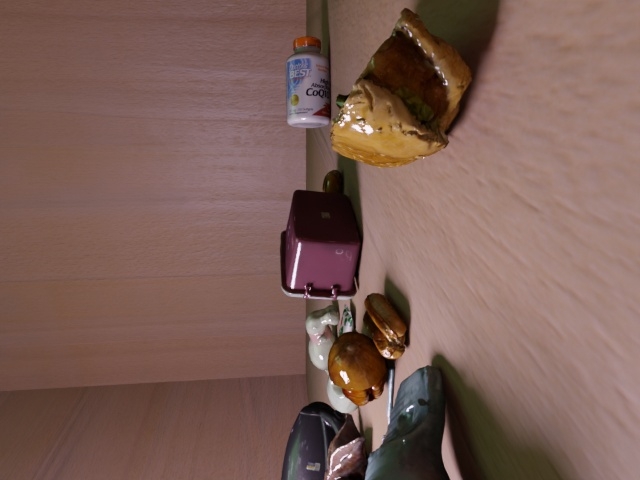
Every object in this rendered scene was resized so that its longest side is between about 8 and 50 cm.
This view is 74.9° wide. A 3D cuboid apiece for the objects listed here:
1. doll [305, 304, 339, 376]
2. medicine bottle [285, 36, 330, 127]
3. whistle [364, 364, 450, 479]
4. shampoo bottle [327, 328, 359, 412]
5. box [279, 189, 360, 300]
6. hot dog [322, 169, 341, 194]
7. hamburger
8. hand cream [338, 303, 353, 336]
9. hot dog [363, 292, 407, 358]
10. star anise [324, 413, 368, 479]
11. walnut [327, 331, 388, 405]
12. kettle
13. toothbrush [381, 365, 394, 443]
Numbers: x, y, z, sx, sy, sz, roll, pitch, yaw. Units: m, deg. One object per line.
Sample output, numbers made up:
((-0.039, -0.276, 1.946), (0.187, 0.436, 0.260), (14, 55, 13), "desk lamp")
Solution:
((0.002, 0.351, 1.462), (0.155, 0.113, 0.275), (-110, 20, -64), "doll")
((-0.045, -0.555, 1.476), (0.157, 0.157, 0.288), (-133, 41, -82), "medicine bottle")
((0.084, 0.284, 0.411), (0.348, 0.189, 0.189), (-82, -3, -46), "whistle")
((0.065, 0.285, 0.934), (0.234, 0.087, 0.118), (95, 174, -47), "shampoo bottle")
((0.000, 0.000, 1.076), (0.294, 0.193, 0.167), (-98, 17, -54), "box")
((0.038, -0.155, 1.279), (0.140, 0.060, 0.090), (105, 167, -49), "hot dog")
((0.079, -0.137, 0.473), (0.124, 0.131, 0.262), (-56, 6, 8), "hamburger")
((0.065, 0.315, 1.132), (0.095, 0.059, 0.276), (-137, 50, -79), "hand cream")
((0.104, 0.139, 0.702), (0.165, 0.045, 0.071), (-117, 24, -78), "hot dog")
((0.054, 0.591, 0.975), (0.292, 0.109, 0.349), (86, -164, -62), "star anise")
((0.067, 0.235, 0.756), (0.207, 0.116, 0.116), (80, -176, -57), "walnut")
((0.007, 0.654, 1.283), (0.268, 0.207, 0.290), (-18, 62, 54), "kettle")
((0.120, 0.297, 0.740), (0.011, 0.014, 0.167), (-145, 52, -62), "toothbrush")
